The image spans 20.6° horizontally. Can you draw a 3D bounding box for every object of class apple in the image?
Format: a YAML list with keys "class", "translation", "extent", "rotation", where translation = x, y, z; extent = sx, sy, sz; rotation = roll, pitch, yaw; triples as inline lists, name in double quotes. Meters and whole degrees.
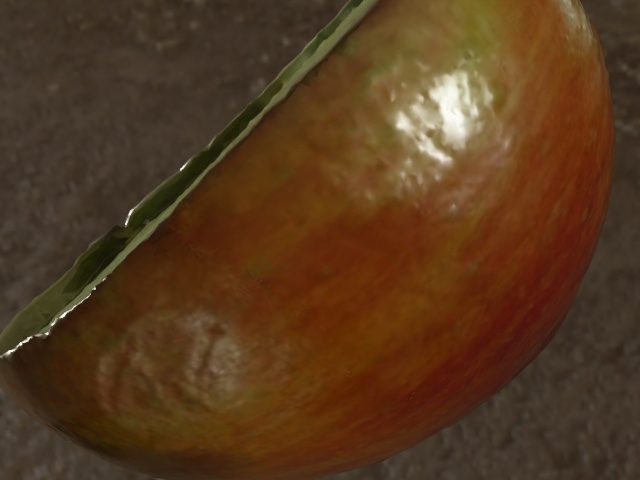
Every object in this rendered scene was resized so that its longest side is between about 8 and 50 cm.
- class: "apple"
  translation: [0.000, 0.000, 0.823]
  extent: [0.346, 0.254, 0.179]
  rotation: [-42, 61, 25]
